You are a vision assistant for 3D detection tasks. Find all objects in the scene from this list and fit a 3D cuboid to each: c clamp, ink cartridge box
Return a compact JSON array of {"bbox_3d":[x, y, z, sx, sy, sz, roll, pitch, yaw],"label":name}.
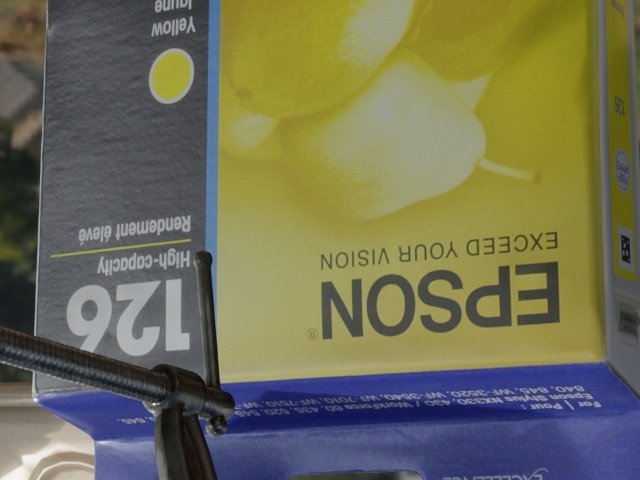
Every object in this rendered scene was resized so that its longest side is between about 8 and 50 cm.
[{"bbox_3d":[-0.075,0.057,0.566,0.022,0.137,0.161,-24,158,28],"label":"c clamp"},{"bbox_3d":[0.000,0.000,0.842,0.303,0.307,0.072,-6,166,29],"label":"ink cartridge box"}]

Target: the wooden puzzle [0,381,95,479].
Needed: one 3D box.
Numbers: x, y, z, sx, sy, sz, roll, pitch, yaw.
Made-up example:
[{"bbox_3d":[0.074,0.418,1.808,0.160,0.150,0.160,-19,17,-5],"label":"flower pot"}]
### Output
[{"bbox_3d":[-0.174,0.234,1.236,0.322,0.348,0.080,-4,-156,34],"label":"wooden puzzle"}]
